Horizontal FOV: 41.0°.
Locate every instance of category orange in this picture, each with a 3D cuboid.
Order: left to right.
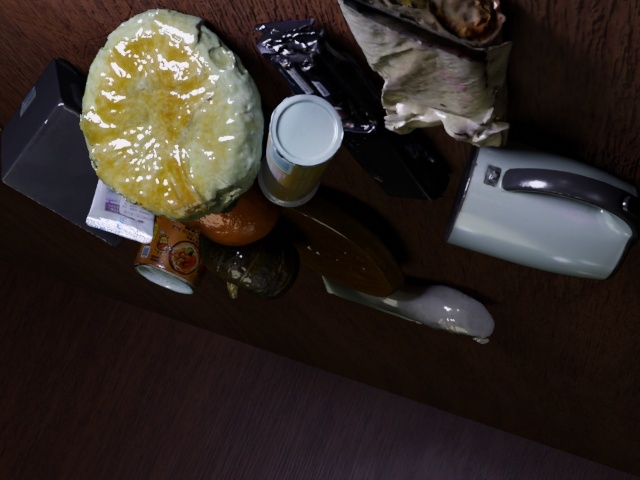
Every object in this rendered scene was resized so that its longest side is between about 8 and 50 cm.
[{"bbox_3d":[-0.178,-0.082,1.541,0.224,0.170,0.224,32,-168,-8],"label":"orange"}]

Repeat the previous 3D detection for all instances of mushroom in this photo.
[{"bbox_3d":[0.220,0.139,1.912,0.352,0.097,0.109,15,161,29],"label":"mushroom"}]

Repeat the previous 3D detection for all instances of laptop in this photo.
[{"bbox_3d":[0.132,0.145,2.168,0.269,0.015,0.187,18,163,13],"label":"laptop"}]

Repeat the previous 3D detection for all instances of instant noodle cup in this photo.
[{"bbox_3d":[-0.356,0.023,2.130,0.216,0.172,0.215,19,161,7],"label":"instant noodle cup"}]

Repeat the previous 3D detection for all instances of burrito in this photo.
[{"bbox_3d":[0.132,-0.208,0.964,0.175,0.107,0.347,-1,158,18],"label":"burrito"}]

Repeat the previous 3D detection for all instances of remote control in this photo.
[{"bbox_3d":[0.056,-0.170,1.227,0.145,0.062,0.399,8,157,40],"label":"remote control"}]

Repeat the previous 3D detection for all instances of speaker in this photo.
[{"bbox_3d":[-0.399,-0.158,1.467,0.232,0.184,0.254,34,-167,-32],"label":"speaker"}]

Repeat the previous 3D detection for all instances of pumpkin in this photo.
[{"bbox_3d":[-0.148,0.041,1.716,0.219,0.162,0.219,29,-175,-3],"label":"pumpkin"}]

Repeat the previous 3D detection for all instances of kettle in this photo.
[{"bbox_3d":[0.304,-0.044,1.129,0.237,0.161,0.221,19,167,4],"label":"kettle"}]

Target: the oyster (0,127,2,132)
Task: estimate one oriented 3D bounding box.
[{"bbox_3d":[-0.775,-0.266,2.016,0.051,0.034,0.093,42,170,-10],"label":"oyster"}]

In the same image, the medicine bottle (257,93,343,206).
[{"bbox_3d":[-0.032,-0.119,1.246,0.108,0.108,0.426,23,175,-4],"label":"medicine bottle"}]

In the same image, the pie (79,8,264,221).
[{"bbox_3d":[-0.215,-0.170,1.228,0.307,0.306,0.071,18,-163,13],"label":"pie"}]

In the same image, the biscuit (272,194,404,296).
[{"bbox_3d":[0.004,-0.008,1.771,0.351,0.070,0.394,21,164,24],"label":"biscuit"}]

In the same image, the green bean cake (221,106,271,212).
[{"bbox_3d":[-0.199,-0.153,1.384,0.208,0.193,0.107,12,166,35],"label":"green bean cake"}]

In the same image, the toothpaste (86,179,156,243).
[{"bbox_3d":[-0.281,-0.149,1.321,0.114,0.299,0.073,17,-167,7],"label":"toothpaste"}]
